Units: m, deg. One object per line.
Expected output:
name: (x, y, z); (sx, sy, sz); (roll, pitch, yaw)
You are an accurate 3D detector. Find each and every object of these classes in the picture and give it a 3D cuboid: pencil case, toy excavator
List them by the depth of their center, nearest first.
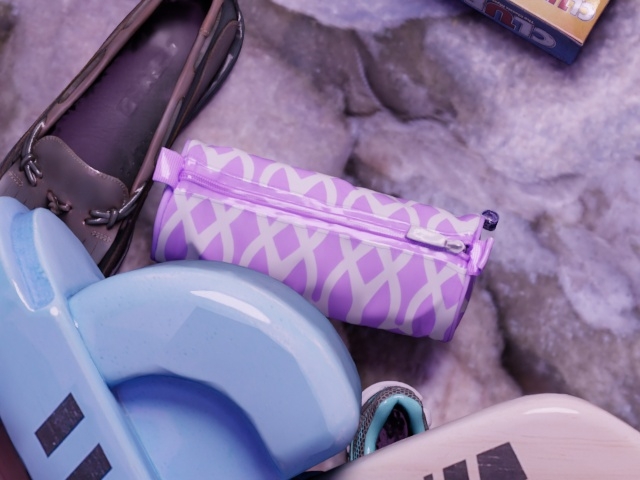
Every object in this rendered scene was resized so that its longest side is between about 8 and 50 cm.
toy excavator: (0.001, 0.132, 0.977); (0.445, 0.222, 0.433); (-28, 90, 4)
pencil case: (0.000, 0.000, 1.125); (0.206, 0.088, 0.086); (13, 75, 0)

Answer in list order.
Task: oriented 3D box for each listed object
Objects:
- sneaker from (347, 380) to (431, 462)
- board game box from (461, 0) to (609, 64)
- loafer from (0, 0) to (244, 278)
sneaker: (0.038, 0.161, 1.096); (0.065, 0.076, 0.166); (0, 77, -3)
board game box: (0.100, -0.245, 1.213); (0.243, 0.042, 0.165); (32, 76, 3)
loafer: (-0.136, -0.058, 1.129); (0.096, 0.084, 0.267); (30, 77, 3)
